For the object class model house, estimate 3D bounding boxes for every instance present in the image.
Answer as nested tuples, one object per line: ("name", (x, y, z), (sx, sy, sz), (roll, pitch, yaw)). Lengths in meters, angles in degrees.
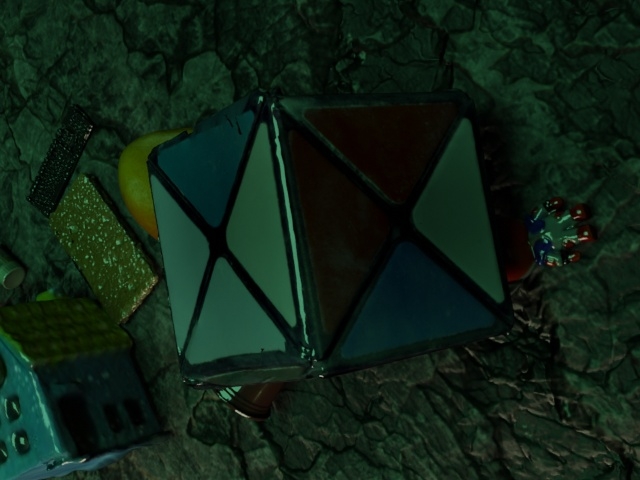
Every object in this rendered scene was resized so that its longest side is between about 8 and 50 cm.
("model house", (-0.412, 0.220, 1.768), (0.216, 0.237, 0.303), (-33, 74, 30))

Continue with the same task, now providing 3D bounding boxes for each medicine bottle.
("medicine bottle", (-0.543, 0.041, 1.965), (0.083, 0.047, 0.047), (38, 115, 27))

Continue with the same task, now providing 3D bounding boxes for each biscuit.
("biscuit", (-0.343, 0.012, 1.827), (0.131, 0.025, 0.231), (-48, 66, 28))

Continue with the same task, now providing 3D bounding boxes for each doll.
("doll", (0.233, 0.008, 1.384), (0.195, 0.062, 0.104), (-23, 92, 28))

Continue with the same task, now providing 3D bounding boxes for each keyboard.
("keyboard", (-0.425, -0.128, 1.882), (0.060, 0.018, 0.195), (42, 117, 23))

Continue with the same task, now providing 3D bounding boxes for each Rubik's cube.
("Rubik's cube", (0.000, 0.000, 1.358), (0.310, 0.305, 0.306), (-18, 82, 56))

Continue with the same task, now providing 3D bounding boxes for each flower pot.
("flower pot", (-0.091, 0.184, 1.617), (0.111, 0.111, 0.089), (45, 105, 25))

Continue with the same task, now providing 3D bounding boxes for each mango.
("mango", (-0.189, -0.075, 1.639), (0.257, 0.138, 0.187), (10, 88, 30))
